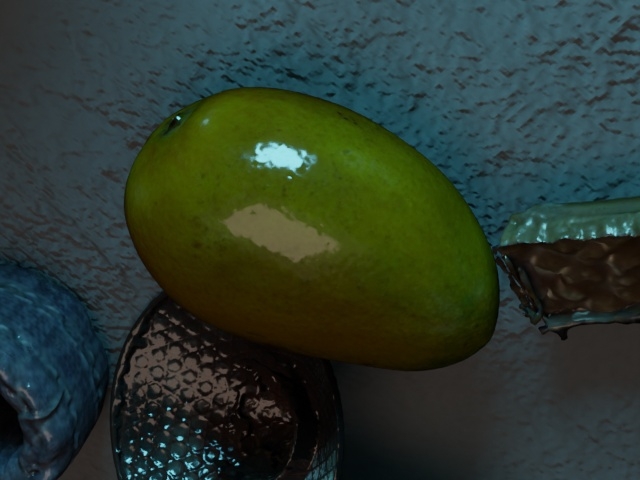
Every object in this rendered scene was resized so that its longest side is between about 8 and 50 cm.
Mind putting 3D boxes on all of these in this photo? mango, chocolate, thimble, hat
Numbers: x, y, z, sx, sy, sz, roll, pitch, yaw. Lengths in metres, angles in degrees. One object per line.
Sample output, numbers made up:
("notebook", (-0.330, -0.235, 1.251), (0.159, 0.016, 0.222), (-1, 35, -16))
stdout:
("mango", (-0.001, -0.005, 0.957), (0.221, 0.120, 0.151), (18, 135, 2))
("chocolate", (0.257, -0.006, 0.905), (0.329, 0.065, 0.102), (-8, 152, 22))
("thimble", (-0.218, 0.092, 1.110), (0.150, 0.098, 0.150), (8, 124, 12))
("hat", (-0.039, 0.115, 1.084), (0.193, 0.082, 0.193), (1, 92, 39))
